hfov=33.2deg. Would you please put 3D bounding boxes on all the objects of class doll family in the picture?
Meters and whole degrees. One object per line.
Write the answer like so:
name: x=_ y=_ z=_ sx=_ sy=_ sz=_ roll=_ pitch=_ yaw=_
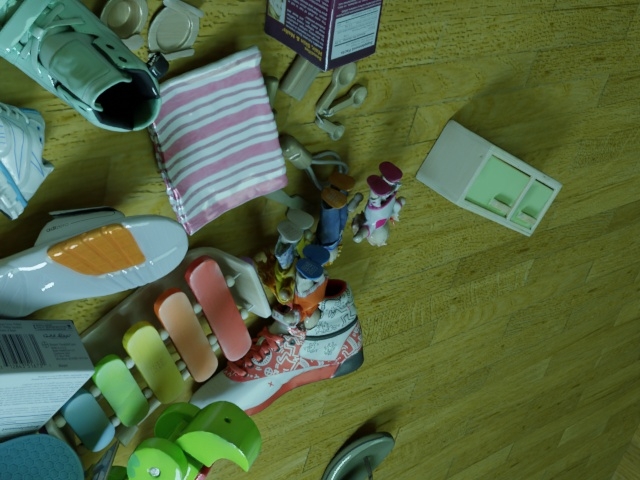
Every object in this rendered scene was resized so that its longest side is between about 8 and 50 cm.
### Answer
doll family: x=0.000 y=0.000 z=1.387 sx=0.263 sy=0.118 sz=0.163 roll=-48 pitch=160 yaw=-32

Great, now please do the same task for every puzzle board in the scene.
puzzle board: x=-0.265 y=0.284 z=1.191 sx=0.096 sy=0.011 sz=0.128 roll=-49 pitch=-167 yaw=15

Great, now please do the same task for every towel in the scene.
towel: x=-0.111 y=-0.108 z=1.187 sx=0.144 sy=0.029 sz=0.197 roll=-29 pitch=136 yaw=-17

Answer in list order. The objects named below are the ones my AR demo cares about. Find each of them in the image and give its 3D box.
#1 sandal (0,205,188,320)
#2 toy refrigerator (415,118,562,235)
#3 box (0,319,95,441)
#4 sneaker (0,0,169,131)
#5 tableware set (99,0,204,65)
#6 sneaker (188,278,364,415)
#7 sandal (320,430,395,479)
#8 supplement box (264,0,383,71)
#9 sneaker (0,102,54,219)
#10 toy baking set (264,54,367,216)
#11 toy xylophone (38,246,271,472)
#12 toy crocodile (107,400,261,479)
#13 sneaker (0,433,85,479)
sandal: x=-0.271 y=0.012 z=1.105 sx=0.265 sy=0.076 sz=0.102 roll=-16 pitch=141 yaw=-13
toy refrigerator: x=0.265 y=-0.088 z=1.634 sx=0.269 sy=0.094 sz=0.102 roll=18 pitch=106 yaw=-56
box: x=-0.330 y=0.148 z=1.117 sx=0.137 sy=0.072 sz=0.126 roll=-44 pitch=152 yaw=26
sneaker: x=-0.231 y=-0.182 z=0.888 sx=0.094 sy=0.151 sz=0.256 roll=-53 pitch=139 yaw=3
tableware set: x=-0.153 y=-0.248 z=1.047 sx=0.141 sy=0.020 sz=0.168 roll=-3 pitch=122 yaw=-50
sneaker: x=-0.067 y=0.140 z=1.462 sx=0.270 sy=0.090 sz=0.145 roll=-18 pitch=116 yaw=-24
sandal: x=0.038 y=0.461 z=1.875 sx=0.302 sy=0.086 sz=0.120 roll=-54 pitch=147 yaw=2
supplement box: x=0.009 y=-0.289 z=1.128 sx=0.081 sy=0.104 sz=0.188 roll=-26 pitch=139 yaw=-35
sneaker: x=-0.296 y=-0.104 z=0.976 sx=0.083 sy=0.071 sz=0.190 roll=-47 pitch=155 yaw=-20
toy baking set: x=-0.021 y=-0.117 z=1.319 sx=0.197 sy=0.030 sz=0.256 roll=-12 pitch=129 yaw=-45
toy xylophone: x=-0.197 y=0.147 z=1.305 sx=0.323 sy=0.081 sz=0.236 roll=-45 pitch=146 yaw=-11
toy crocodile: x=-0.203 y=0.297 z=1.254 sx=0.340 sy=0.105 sz=0.115 roll=-44 pitch=-176 yaw=22
sneaker: x=-0.420 y=0.321 z=1.127 sx=0.319 sy=0.127 sz=0.208 roll=-8 pitch=153 yaw=-39
